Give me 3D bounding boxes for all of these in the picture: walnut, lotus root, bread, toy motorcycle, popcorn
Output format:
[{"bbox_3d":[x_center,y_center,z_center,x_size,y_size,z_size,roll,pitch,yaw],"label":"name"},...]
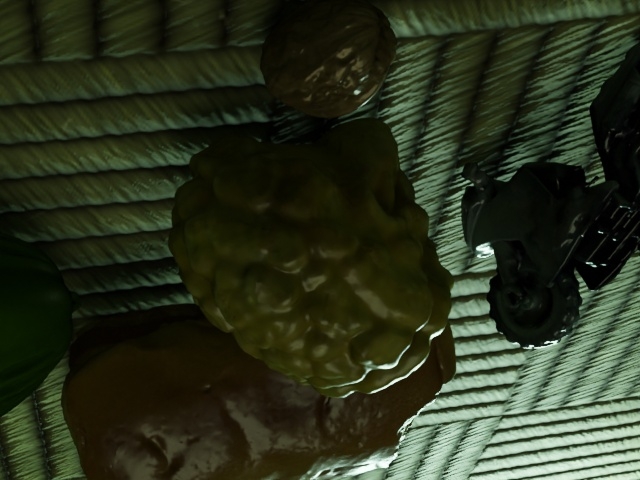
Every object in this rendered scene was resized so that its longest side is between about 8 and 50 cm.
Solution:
[{"bbox_3d":[0.004,-0.124,0.805,0.096,0.082,0.079,-24,176,26],"label":"walnut"},{"bbox_3d":[-0.258,0.059,0.920,0.186,0.186,0.186,-10,146,-7],"label":"lotus root"},{"bbox_3d":[-0.049,0.132,1.032,0.344,0.149,0.195,-13,119,-14],"label":"bread"},{"bbox_3d":[0.206,-0.045,0.961,0.106,0.159,0.270,5,126,-43],"label":"toy motorcycle"},{"bbox_3d":[0.000,0.000,0.894,0.203,0.226,0.200,-52,157,-7],"label":"popcorn"}]
